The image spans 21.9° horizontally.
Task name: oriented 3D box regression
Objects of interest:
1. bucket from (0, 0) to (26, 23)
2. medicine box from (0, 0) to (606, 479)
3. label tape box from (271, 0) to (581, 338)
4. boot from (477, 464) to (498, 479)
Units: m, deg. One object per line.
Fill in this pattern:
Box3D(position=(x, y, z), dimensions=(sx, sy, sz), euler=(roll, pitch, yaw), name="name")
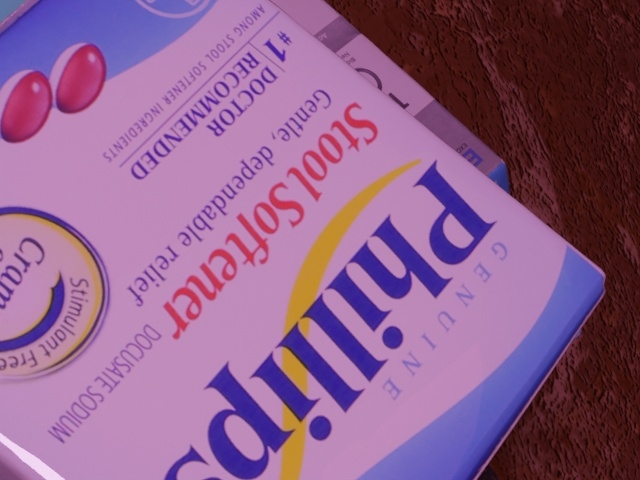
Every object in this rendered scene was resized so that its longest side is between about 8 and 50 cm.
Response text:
Box3D(position=(-0.254, -0.125, 0.960), dimensions=(0.281, 0.281, 0.183), euler=(27, 54, -32), name="bucket")
Box3D(position=(-0.064, 0.040, 0.766), dimensions=(0.289, 0.149, 0.263), euler=(39, 57, 3), name="medicine box")
Box3D(position=(0.000, 0.000, 1.120), dimensions=(0.334, 0.106, 0.241), euler=(43, 64, 11), name="label tape box")
Box3D(position=(-0.001, 0.173, 1.160), dimensions=(0.338, 0.118, 0.223), euler=(50, 48, -4), name="boot")
